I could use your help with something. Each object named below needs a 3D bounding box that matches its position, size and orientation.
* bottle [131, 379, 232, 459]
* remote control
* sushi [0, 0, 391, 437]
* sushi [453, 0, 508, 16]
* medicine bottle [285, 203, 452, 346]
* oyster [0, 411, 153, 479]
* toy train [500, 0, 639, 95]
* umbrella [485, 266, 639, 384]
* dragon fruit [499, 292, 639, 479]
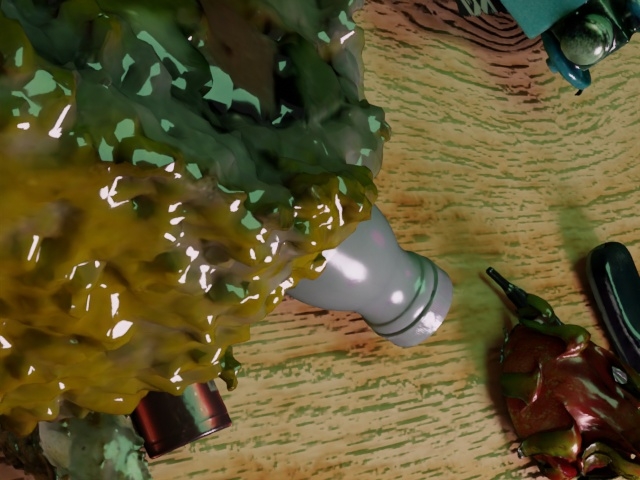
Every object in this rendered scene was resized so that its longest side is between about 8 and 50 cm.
[{"bbox_3d":[-0.113,0.050,1.023,0.060,0.060,0.164,-17,82,-54],"label":"bottle"},{"bbox_3d":[0.306,0.104,1.525,0.072,0.042,0.222,-27,91,-57],"label":"remote control"},{"bbox_3d":[-0.161,-0.104,0.855,0.396,0.240,0.351,22,41,-34],"label":"sushi"},{"bbox_3d":[0.066,-0.314,1.485,0.290,0.050,0.264,61,20,0],"label":"sushi"},{"bbox_3d":[0.000,0.000,1.165,0.216,0.090,0.090,35,44,-36],"label":"medicine bottle"},{"bbox_3d":[-0.149,0.097,0.948,0.105,0.056,0.177,-2,71,-59],"label":"oyster"},{"bbox_3d":[0.244,-0.267,1.595,0.194,0.120,0.298,51,25,-9],"label":"toy train"},{"bbox_3d":[0.236,0.098,1.446,0.269,0.044,0.044,45,9,-25],"label":"umbrella"},{"bbox_3d":[0.216,0.134,1.350,0.138,0.175,0.142,-31,129,-47],"label":"dragon fruit"}]
